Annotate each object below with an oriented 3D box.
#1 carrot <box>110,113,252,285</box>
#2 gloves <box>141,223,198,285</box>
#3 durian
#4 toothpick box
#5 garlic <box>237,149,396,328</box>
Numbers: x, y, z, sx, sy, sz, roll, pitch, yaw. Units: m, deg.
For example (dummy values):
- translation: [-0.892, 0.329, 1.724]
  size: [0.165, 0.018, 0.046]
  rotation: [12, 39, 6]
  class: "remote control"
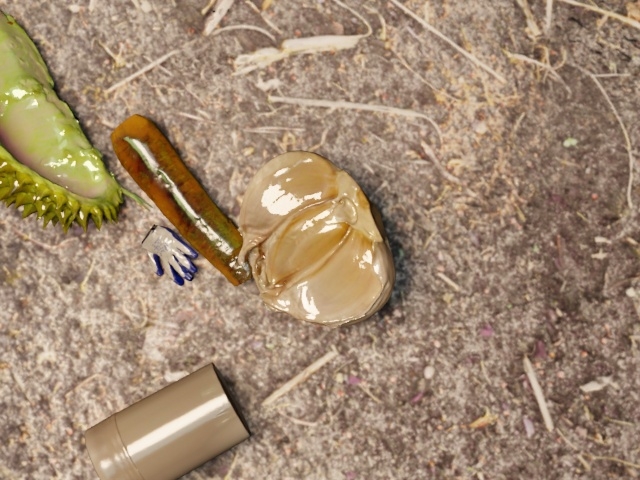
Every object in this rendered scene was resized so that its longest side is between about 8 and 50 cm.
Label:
- translation: [-0.172, -0.051, 1.227]
  size: [0.070, 0.070, 0.260]
  rotation: [-41, 89, -4]
  class: "carrot"
- translation: [-0.195, 0.021, 1.233]
  size: [0.086, 0.026, 0.064]
  rotation: [39, 119, 5]
  class: "gloves"
- translation: [-0.379, -0.147, 1.187]
  size: [0.169, 0.157, 0.355]
  rotation: [-37, 87, -21]
  class: "durian"
- translation: [-0.189, 0.240, 1.179]
  size: [0.180, 0.111, 0.111]
  rotation: [-29, 87, -5]
  class: "toothpick box"
- translation: [0.000, 0.000, 1.194]
  size: [0.178, 0.143, 0.229]
  rotation: [-32, 83, 15]
  class: "garlic"
